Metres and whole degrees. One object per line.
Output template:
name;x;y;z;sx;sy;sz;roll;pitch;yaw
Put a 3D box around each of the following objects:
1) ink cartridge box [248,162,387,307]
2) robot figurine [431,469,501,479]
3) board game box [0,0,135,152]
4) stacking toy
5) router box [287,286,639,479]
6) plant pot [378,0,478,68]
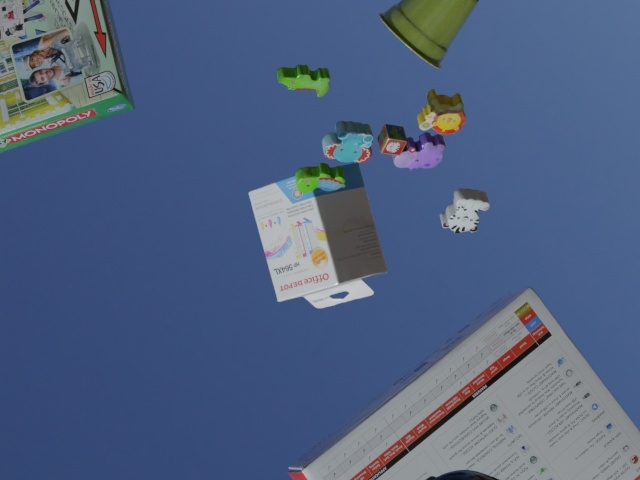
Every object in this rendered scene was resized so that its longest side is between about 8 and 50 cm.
ink cartridge box;0.000;0.000;1.950;0.090;0.092;0.143;-12;-95;-50
robot figurine;0.167;0.307;1.646;0.278;0.173;0.209;25;-151;-31
board game box;-0.324;-0.245;1.830;0.046;0.213;0.317;57;-164;-69
stacking toy;0.064;-0.096;1.890;0.221;0.052;0.167;9;-136;-20
router box;0.185;0.270;2.007;0.301;0.335;0.082;54;166;-2
plant pot;0.115;-0.229;1.814;0.083;0.079;0.083;38;-164;-13
